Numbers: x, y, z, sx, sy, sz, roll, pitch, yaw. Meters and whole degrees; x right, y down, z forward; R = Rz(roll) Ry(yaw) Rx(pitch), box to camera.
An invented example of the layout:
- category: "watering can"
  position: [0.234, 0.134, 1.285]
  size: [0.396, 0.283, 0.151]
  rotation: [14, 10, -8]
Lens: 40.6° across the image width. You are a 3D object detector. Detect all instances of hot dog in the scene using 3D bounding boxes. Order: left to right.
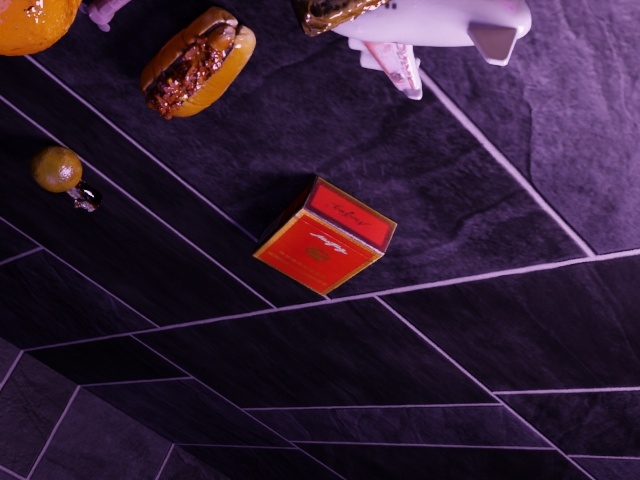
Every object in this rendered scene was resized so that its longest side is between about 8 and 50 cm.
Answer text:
- category: "hot dog"
  position: [-0.174, -0.223, 1.163]
  size: [0.102, 0.076, 0.249]
  rotation: [33, 150, -23]

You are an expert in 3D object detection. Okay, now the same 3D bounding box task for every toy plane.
- category: "toy plane"
  position: [0.091, -0.246, 0.885]
  size: [0.252, 0.118, 0.252]
  rotation: [20, 150, 12]

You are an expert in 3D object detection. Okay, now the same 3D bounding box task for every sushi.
- category: "sushi"
  position: [-0.450, -0.087, 1.634]
  size: [0.046, 0.044, 0.083]
  rotation: [-9, 140, 47]

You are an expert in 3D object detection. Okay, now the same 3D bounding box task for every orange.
- category: "orange"
  position: [-0.367, -0.316, 1.029]
  size: [0.161, 0.193, 0.193]
  rotation: [21, 152, -9]
- category: "orange"
  position: [-0.474, -0.129, 1.544]
  size: [0.095, 0.085, 0.085]
  rotation: [18, 151, 7]

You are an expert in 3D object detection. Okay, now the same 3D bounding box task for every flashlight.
- category: "flashlight"
  position: [-0.273, -0.313, 1.134]
  size: [0.110, 0.031, 0.052]
  rotation: [-18, 129, 45]

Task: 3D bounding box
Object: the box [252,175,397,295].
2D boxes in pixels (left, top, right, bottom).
- category: "box"
  position: [0.000, -0.001, 1.419]
  size: [0.153, 0.074, 0.240]
  rotation: [34, 151, -10]

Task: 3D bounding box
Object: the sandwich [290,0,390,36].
- category: "sandwich"
  position: [0.034, -0.343, 0.707]
  size: [0.288, 0.254, 0.099]
  rotation: [59, -174, -11]
